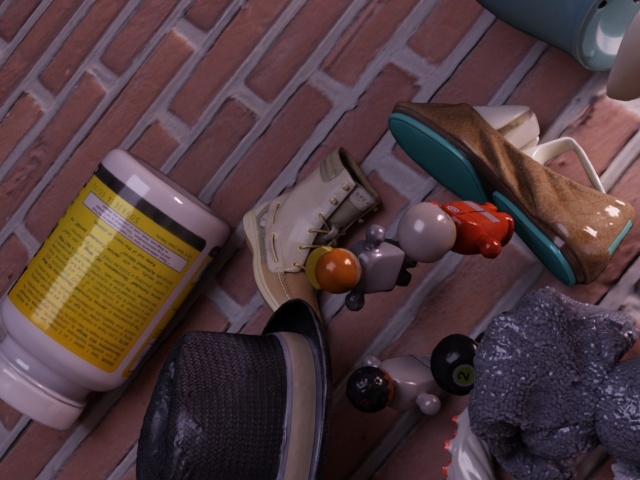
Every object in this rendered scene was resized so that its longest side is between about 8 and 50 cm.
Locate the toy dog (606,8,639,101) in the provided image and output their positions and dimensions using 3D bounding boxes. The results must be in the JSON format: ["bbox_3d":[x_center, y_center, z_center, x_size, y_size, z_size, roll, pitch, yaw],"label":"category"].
[{"bbox_3d":[0.500,-0.176,1.262,0.408,0.395,0.284,35,75,14],"label":"toy dog"}]

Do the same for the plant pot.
[{"bbox_3d":[0.272,-0.326,1.625,0.272,0.272,0.255,-43,59,13],"label":"plant pot"}]

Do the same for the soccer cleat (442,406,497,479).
[{"bbox_3d":[0.157,0.257,1.515,0.076,0.068,0.196,4,58,12],"label":"soccer cleat"}]

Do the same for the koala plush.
[{"bbox_3d":[0.268,0.151,1.398,0.221,0.203,0.196,21,81,34],"label":"koala plush"}]

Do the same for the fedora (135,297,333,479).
[{"bbox_3d":[-0.104,0.214,1.615,0.334,0.153,0.334,-167,90,-72],"label":"fedora"}]

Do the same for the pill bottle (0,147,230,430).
[{"bbox_3d":[-0.279,0.066,1.912,0.334,0.188,0.188,-54,43,1],"label":"pill bottle"}]

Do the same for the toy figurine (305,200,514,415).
[{"bbox_3d":[0.103,0.072,1.545,0.209,0.148,0.213,-20,81,42],"label":"toy figurine"}]

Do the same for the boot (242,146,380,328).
[{"bbox_3d":[0.000,0.000,1.789,0.165,0.077,0.213,-37,44,17],"label":"boot"}]

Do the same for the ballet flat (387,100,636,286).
[{"bbox_3d":[0.213,-0.078,1.636,0.124,0.116,0.342,-37,43,-10],"label":"ballet flat"}]
